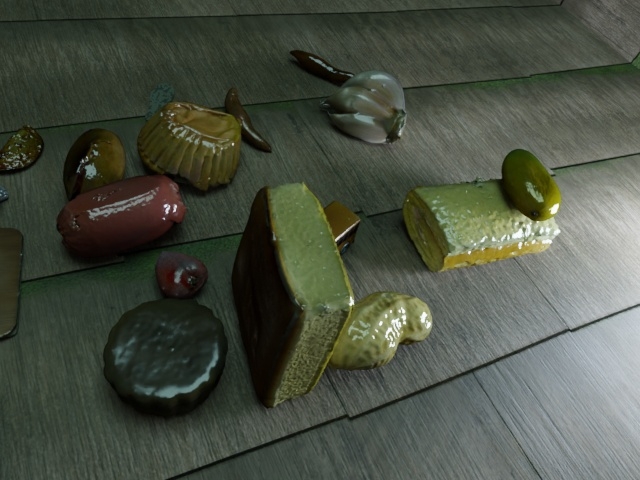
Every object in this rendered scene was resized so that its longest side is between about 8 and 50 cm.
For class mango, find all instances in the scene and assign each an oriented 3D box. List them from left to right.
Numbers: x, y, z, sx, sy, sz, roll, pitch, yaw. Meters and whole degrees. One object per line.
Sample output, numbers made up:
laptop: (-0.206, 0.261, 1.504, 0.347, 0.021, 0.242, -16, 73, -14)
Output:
mango: (0.528, -0.148, 1.473, 0.137, 0.091, 0.237, 4, 48, -29)

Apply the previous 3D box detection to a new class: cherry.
cherry: (-0.299, 0.076, 1.244, 0.106, 0.086, 0.126, -17, 38, -21)

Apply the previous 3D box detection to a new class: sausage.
sausage: (-0.434, -0.056, 1.276, 0.280, 0.152, 0.152, -20, 58, -25)

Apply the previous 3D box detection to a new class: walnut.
walnut: (-0.534, -0.172, 1.363, 0.137, 0.137, 0.245, 7, 49, -11)

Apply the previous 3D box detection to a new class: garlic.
garlic: (0.152, -0.415, 1.796, 0.292, 0.210, 0.237, 34, 83, 8)

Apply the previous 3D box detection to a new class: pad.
pad: (-0.753, 0.087, 1.142, 0.287, 0.018, 0.284, -3, 51, -19)

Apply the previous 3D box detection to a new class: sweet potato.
sweet potato: (-0.226, -0.347, 1.657, 0.078, 0.058, 0.255, -4, 52, -46)
sweet potato: (0.013, -0.575, 1.929, 0.265, 0.057, 0.057, 28, 48, 4)

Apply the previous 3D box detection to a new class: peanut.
peanut: (0.125, 0.188, 1.235, 0.306, 0.147, 0.147, -22, 59, -42)

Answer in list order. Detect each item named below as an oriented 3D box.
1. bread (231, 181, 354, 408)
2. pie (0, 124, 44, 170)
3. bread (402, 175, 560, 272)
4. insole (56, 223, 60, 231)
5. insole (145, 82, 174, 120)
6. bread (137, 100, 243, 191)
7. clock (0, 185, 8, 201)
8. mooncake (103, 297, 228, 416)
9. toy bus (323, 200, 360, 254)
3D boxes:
bread: (-0.071, 0.106, 1.127, 0.143, 0.333, 0.323, -2, 47, -21)
pie: (-0.735, -0.224, 1.413, 0.088, 0.033, 0.191, 19, 47, -5)
bread: (0.423, -0.060, 1.527, 0.376, 0.165, 0.236, -8, 57, -23)
insole: (-0.502, -0.061, 1.358, 0.232, 0.003, 0.080, -24, 60, -32)
insole: (-0.464, -0.399, 1.663, 0.065, 0.006, 0.193, 9, 48, -9)
bread: (-0.333, -0.257, 1.486, 0.274, 0.149, 0.274, 13, 42, -12)
clock: (-0.769, -0.103, 1.238, 0.080, 0.117, 0.176, 34, 50, 14)
mooncake: (-0.291, 0.224, 1.095, 0.228, 0.124, 0.228, 5, 52, -7)
toy bus: (0.000, 0.000, 1.380, 0.098, 0.114, 0.201, 37, 50, 17)
